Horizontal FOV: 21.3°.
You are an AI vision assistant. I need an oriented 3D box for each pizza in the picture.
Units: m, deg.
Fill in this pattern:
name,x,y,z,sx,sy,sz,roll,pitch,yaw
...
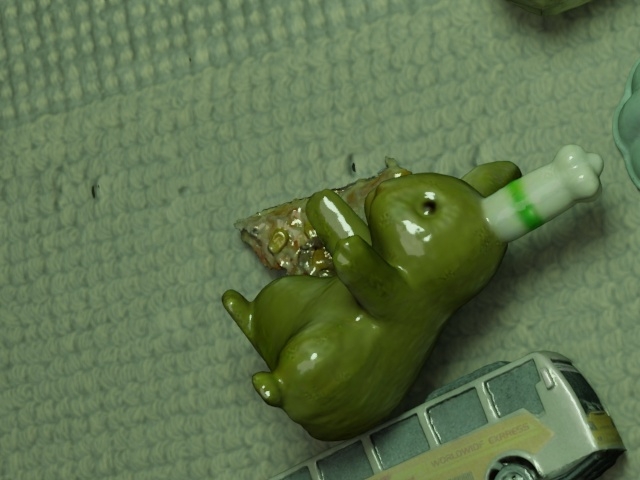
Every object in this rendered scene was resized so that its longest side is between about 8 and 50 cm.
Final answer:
name,x,y,z,sx,sy,sz,roll,pitch,yaw
pizza,0.000,0.000,1.667,0.195,0.052,0.185,11,91,23

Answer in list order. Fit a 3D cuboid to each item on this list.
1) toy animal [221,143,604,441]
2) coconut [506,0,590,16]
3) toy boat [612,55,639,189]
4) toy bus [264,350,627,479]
name,x,y,z,sx,sy,sz,roll,pitch,yaw
toy animal,0.072,0.014,1.534,0.180,0.181,0.363,35,99,-22
coconut,0.205,-0.296,1.529,0.161,0.161,0.162,-32,75,20
toy boat,0.378,-0.136,1.476,0.290,0.100,0.199,-37,75,21
toy bus,0.109,0.220,1.590,0.342,0.097,0.138,-29,70,22
